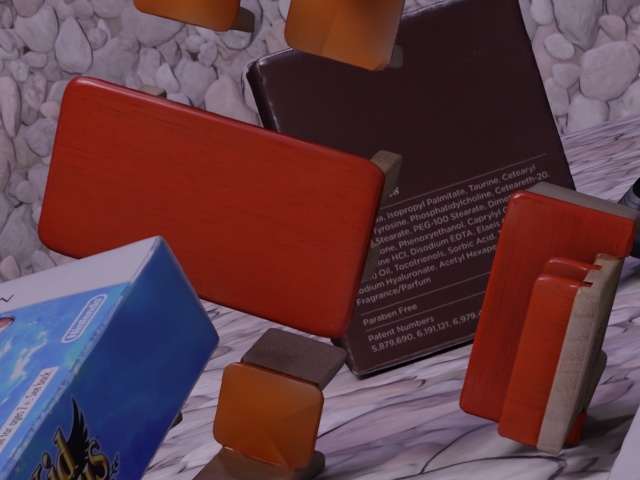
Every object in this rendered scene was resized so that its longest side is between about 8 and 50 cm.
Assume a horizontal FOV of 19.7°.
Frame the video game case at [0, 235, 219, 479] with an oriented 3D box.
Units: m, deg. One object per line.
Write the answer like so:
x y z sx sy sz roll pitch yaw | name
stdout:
-0.193 0.115 0.703 0.244 0.061 0.269 -17 23 25 | video game case

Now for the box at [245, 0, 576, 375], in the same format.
0.062 -0.041 1.175 0.167 0.203 0.168 -18 5 -2 | box

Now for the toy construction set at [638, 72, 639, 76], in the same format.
0.297 -0.081 0.754 0.328 0.215 0.151 -8 40 19 | toy construction set

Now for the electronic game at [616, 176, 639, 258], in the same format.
0.290 -0.031 1.137 0.229 0.048 0.229 -14 13 3 | electronic game

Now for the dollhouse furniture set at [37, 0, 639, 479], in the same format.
0.000 0.000 0.791 0.259 0.262 0.135 16 17 14 | dollhouse furniture set

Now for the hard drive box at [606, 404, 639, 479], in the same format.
0.171 0.058 0.322 0.232 0.089 0.181 -17 4 17 | hard drive box
